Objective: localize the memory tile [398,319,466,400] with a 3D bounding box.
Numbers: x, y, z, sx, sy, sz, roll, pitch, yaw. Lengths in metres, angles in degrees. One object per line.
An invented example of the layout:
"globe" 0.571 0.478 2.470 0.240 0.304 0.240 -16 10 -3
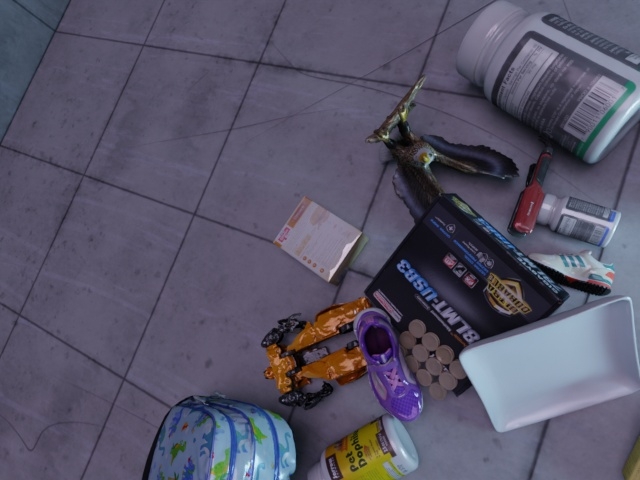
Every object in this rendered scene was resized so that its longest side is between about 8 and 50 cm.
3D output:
"memory tile" 0.219 0.242 0.902 0.148 0.012 0.113 45 124 27

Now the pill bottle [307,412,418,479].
"pill bottle" 0.083 0.456 0.909 0.215 0.117 0.117 -34 67 9

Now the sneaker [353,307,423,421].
"sneaker" 0.133 0.250 0.884 0.095 0.104 0.236 -23 81 0

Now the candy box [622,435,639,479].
"candy box" 0.612 0.353 0.749 0.109 0.053 0.187 24 100 24

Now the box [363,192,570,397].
"box" 0.270 0.107 0.892 0.295 0.073 0.293 49 123 25

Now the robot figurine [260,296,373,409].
"robot figurine" 0.004 0.255 1.013 0.291 0.085 0.211 -26 68 12

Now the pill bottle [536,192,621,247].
"pill bottle" 0.517 -0.045 0.898 0.137 0.078 0.078 24 85 25

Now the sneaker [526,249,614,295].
"sneaker" 0.506 0.050 0.897 0.161 0.057 0.075 22 68 26

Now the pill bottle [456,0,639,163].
"pill bottle" 0.479 -0.339 0.922 0.204 0.204 0.361 -46 65 4

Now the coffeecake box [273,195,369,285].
"coffeecake box" 0.000 0.000 1.091 0.185 0.068 0.142 34 90 25

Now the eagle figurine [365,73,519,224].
"eagle figurine" 0.250 -0.172 1.002 0.298 0.225 0.226 41 138 -4

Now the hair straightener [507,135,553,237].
"hair straightener" 0.441 -0.113 0.939 0.047 0.089 0.230 16 78 8

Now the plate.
"plate" 0.411 0.224 0.794 0.277 0.278 0.045 -25 33 13

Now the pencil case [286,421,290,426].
"pencil case" -0.122 0.482 1.008 0.064 0.070 0.152 16 81 24

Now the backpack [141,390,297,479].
"backpack" -0.211 0.457 0.900 0.355 0.273 0.290 -6 58 32
